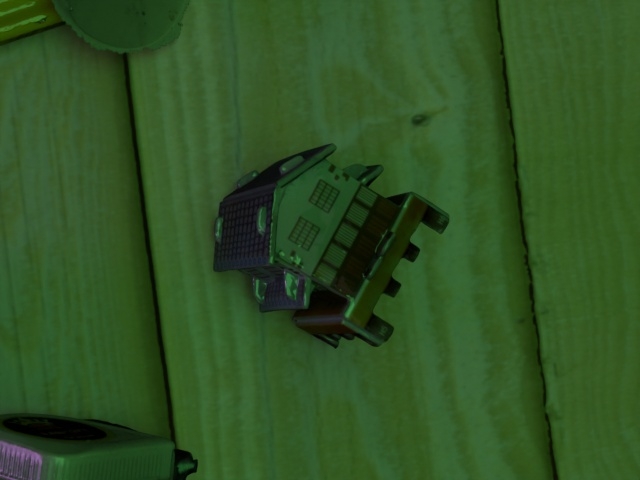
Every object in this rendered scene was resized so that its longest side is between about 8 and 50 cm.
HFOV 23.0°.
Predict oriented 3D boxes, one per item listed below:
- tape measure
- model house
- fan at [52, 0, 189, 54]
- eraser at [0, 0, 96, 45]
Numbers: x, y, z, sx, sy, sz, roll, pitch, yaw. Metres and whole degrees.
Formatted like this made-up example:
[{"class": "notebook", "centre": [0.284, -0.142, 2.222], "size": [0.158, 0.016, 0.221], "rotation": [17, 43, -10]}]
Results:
[{"class": "tape measure", "centre": [-0.292, 0.264, 1.789], "size": [0.235, 0.207, 0.115], "rotation": [4, 93, -57]}, {"class": "model house", "centre": [0.000, 0.000, 1.875], "size": [0.215, 0.224, 0.198], "rotation": [30, 79, -15]}, {"class": "fan", "centre": [-0.306, -0.334, 1.814], "size": [0.415, 0.012, 0.233], "rotation": [-2, 84, -45]}, {"class": "eraser", "centre": [-0.389, -0.309, 1.845], "size": [0.226, 0.069, 0.158], "rotation": [-22, 92, -18]}]
